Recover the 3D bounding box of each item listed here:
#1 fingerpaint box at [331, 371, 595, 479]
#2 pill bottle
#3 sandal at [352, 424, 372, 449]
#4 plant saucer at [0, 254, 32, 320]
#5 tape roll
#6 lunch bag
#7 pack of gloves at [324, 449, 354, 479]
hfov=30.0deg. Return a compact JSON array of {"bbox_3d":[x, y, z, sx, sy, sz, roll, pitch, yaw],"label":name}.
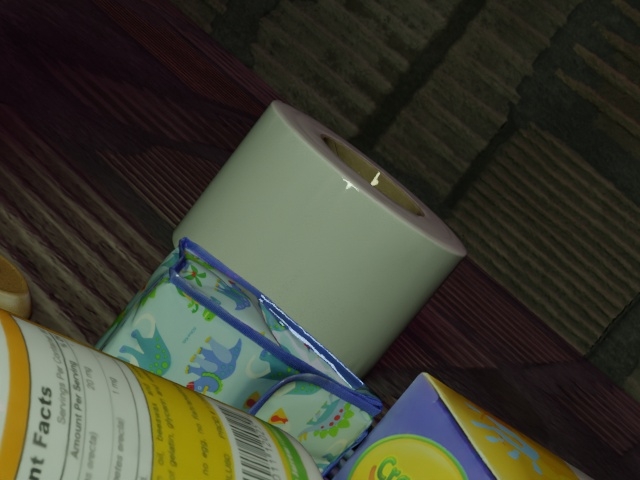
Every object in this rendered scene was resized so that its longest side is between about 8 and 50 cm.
[{"bbox_3d":[0.202,0.305,0.582,0.371,0.163,0.445,34,9,-25],"label":"fingerpaint box"},{"bbox_3d":[-0.124,0.099,0.449,0.246,0.136,0.136,30,14,-37],"label":"pill bottle"},{"bbox_3d":[-0.017,0.119,0.967,0.179,0.040,0.067,31,13,-33],"label":"sandal"},{"bbox_3d":[-0.220,0.022,0.779,0.083,0.015,0.083,37,11,-9],"label":"plant saucer"},{"bbox_3d":[0.000,0.000,1.180,0.246,0.169,0.246,37,11,-9],"label":"tape roll"},{"bbox_3d":[-0.060,0.097,0.684,0.151,0.129,0.096,38,12,-12],"label":"lunch bag"},{"bbox_3d":[-0.050,0.137,0.836,0.232,0.046,0.195,46,8,-7],"label":"pack of gloves"}]
